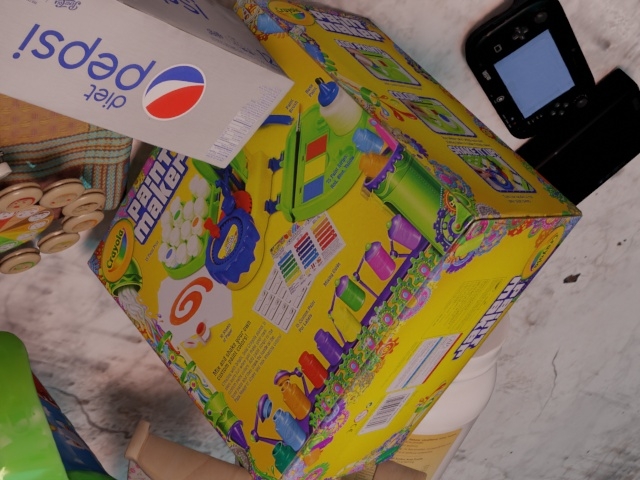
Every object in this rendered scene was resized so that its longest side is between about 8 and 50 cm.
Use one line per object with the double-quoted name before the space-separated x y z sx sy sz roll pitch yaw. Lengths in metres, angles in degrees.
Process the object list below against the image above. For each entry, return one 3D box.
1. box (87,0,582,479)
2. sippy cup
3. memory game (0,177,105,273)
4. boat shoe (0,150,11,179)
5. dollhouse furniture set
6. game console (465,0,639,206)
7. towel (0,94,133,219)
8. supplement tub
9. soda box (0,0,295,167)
"box" 0.000 0.000 0.956 0.177 0.279 0.290 -3 134 -52
"sippy cup" -0.300 0.217 1.008 0.305 0.224 0.240 -45 144 11
"memory game" -0.257 -0.001 0.918 0.186 0.012 0.186 -23 166 -6
"boat shoe" -0.287 -0.038 0.830 0.125 0.038 0.046 -27 -177 -6
"dollhouse furniture set" -0.114 0.294 1.097 0.303 0.356 0.173 105 5 -54
"game console" 0.237 -0.132 1.236 0.213 0.044 0.361 -41 145 4
"towel" -0.245 -0.137 0.812 0.272 0.040 0.370 -15 140 -28
"supplement tub" 0.054 0.168 1.258 0.228 0.228 0.316 -7 135 -36
"soda box" -0.153 -0.140 0.769 0.091 0.098 0.286 -50 145 18
